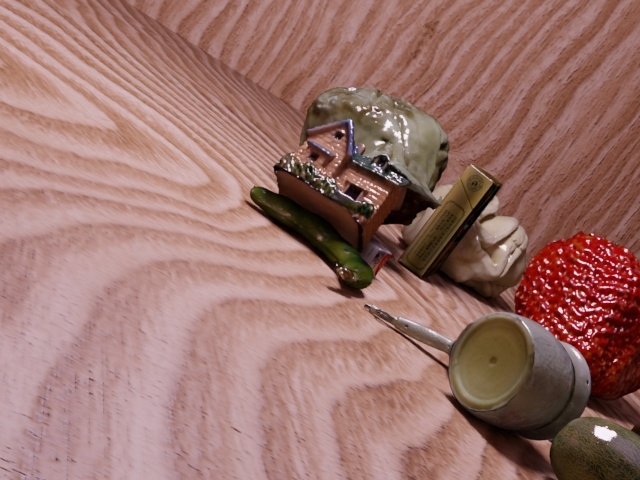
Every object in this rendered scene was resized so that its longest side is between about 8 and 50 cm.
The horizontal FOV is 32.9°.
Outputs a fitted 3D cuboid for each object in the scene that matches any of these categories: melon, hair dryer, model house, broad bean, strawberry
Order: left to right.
[{"bbox_3d":[0.000,0.000,1.712,0.144,0.049,0.292,29,10,-43],"label":"broad bean"},{"bbox_3d":[0.045,-0.104,1.814,0.183,0.172,0.166,34,-22,16],"label":"model house"},{"bbox_3d":[0.174,0.152,1.617,0.199,0.067,0.167,23,-5,28],"label":"hair dryer"},{"bbox_3d":[0.523,0.164,2.093,0.312,0.267,0.351,39,34,-4],"label":"strawberry"},{"bbox_3d":[0.357,0.288,1.326,0.167,0.114,0.114,38,11,31],"label":"melon"}]

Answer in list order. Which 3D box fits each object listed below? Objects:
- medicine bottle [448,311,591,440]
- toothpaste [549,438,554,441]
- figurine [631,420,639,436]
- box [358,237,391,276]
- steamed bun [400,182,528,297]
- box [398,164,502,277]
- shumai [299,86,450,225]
[{"bbox_3d":[0.263,0.179,1.431,0.143,0.147,0.147,27,12,-39],"label":"medicine bottle"},{"bbox_3d":[0.445,0.318,1.634,0.282,0.068,0.099,21,-17,-16],"label":"toothpaste"},{"bbox_3d":[0.547,0.354,1.347,0.261,0.186,0.382,-13,40,-22],"label":"figurine"},{"bbox_3d":[0.033,-0.019,1.892,0.218,0.055,0.039,41,11,37],"label":"box"},{"bbox_3d":[0.342,-0.009,2.395,0.289,0.203,0.276,34,10,-4],"label":"steamed bun"},{"bbox_3d":[0.262,-0.038,2.173,0.071,0.240,0.159,39,11,13],"label":"box"},{"bbox_3d":[0.146,-0.142,2.068,0.330,0.292,0.288,1,7,-28],"label":"shumai"}]
